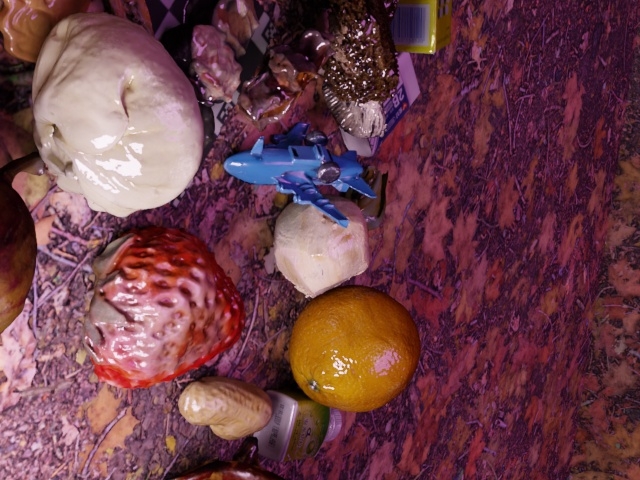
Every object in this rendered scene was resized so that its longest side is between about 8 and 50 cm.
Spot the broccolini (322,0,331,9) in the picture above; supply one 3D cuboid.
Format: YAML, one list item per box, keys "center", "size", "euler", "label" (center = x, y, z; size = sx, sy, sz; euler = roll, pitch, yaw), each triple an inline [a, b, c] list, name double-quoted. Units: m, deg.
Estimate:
- center: [0.047, -0.496, 1.635]
  size: [0.074, 0.058, 0.201]
  euler: [87, 20, -45]
  label: "broccolini"

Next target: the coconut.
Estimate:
- center: [0.003, -0.002, 1.635]
  size: [0.194, 0.194, 0.194]
  euler: [-26, 123, -48]
  label: "coconut"

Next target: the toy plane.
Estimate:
- center: [-0.036, -0.128, 1.542]
  size: [0.271, 0.254, 0.105]
  euler: [7, 135, -32]
  label: "toy plane"

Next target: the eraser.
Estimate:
- center: [0.119, -0.282, 1.785]
  size: [0.210, 0.068, 0.124]
  euler: [-53, 138, -30]
  label: "eraser"

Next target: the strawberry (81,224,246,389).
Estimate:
- center: [-0.214, 0.117, 1.390]
  size: [0.336, 0.149, 0.265]
  euler: [17, 87, -57]
  label: "strawberry"

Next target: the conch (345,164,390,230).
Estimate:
- center: [0.090, -0.075, 1.821]
  size: [0.095, 0.080, 0.200]
  euler: [35, 56, -41]
  label: "conch"

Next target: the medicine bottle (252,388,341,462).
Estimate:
- center: [-0.042, 0.369, 1.790]
  size: [0.188, 0.088, 0.132]
  euler: [11, 93, -56]
  label: "medicine bottle"

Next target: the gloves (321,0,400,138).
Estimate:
- center: [0.071, -0.337, 1.551]
  size: [0.312, 0.135, 0.210]
  euler: [91, -2, -60]
  label: "gloves"

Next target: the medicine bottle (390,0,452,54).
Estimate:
- center: [0.176, -0.491, 1.698]
  size: [0.137, 0.141, 0.250]
  euler: [-40, 134, -56]
  label: "medicine bottle"

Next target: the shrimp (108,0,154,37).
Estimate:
- center: [-0.255, -0.277, 1.180]
  size: [0.143, 0.052, 0.251]
  euler: [-11, 84, -85]
  label: "shrimp"

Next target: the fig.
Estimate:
- center: [-0.419, -0.021, 1.052]
  size: [0.321, 0.217, 0.217]
  euler: [-77, 160, -54]
  label: "fig"

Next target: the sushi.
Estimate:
- center: [-0.171, -0.265, 1.342]
  size: [0.373, 0.100, 0.296]
  euler: [-62, 144, -18]
  label: "sushi"

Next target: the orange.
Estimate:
- center: [0.064, 0.214, 1.738]
  size: [0.264, 0.264, 0.264]
  euler: [-26, 123, -48]
  label: "orange"

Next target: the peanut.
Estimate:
- center: [-0.166, 0.298, 1.576]
  size: [0.226, 0.095, 0.108]
  euler: [32, 73, -54]
  label: "peanut"

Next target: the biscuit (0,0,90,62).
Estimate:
- center: [-0.347, -0.343, 1.123]
  size: [0.144, 0.040, 0.236]
  euler: [11, 91, -51]
  label: "biscuit"

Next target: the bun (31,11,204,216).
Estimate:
- center: [-0.268, -0.142, 1.111]
  size: [0.160, 0.259, 0.259]
  euler: [-48, 138, -42]
  label: "bun"

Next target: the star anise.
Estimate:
- center: [-0.066, -0.266, 1.449]
  size: [0.099, 0.220, 0.214]
  euler: [47, 50, -1]
  label: "star anise"

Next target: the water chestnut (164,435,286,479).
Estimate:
- center: [-0.152, 0.477, 1.528]
  size: [0.300, 0.300, 0.300]
  euler: [-26, 123, -48]
  label: "water chestnut"
